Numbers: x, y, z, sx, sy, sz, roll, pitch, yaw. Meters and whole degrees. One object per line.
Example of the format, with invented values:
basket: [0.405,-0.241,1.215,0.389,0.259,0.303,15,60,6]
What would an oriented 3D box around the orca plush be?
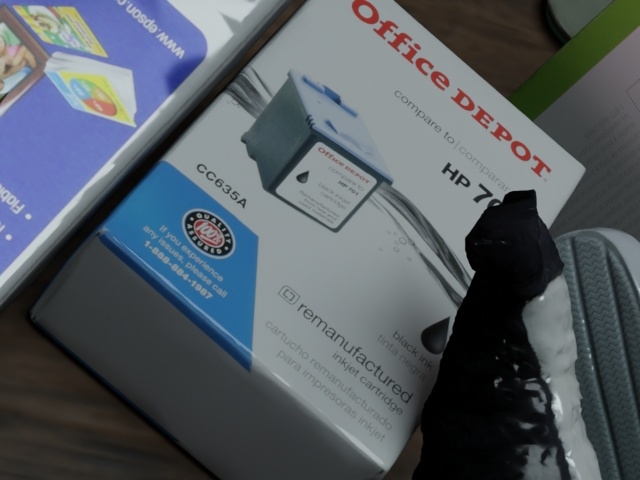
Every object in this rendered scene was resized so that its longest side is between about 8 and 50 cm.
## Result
orca plush: [0.057,0.133,0.688,0.102,0.151,0.287,-13,113,-17]

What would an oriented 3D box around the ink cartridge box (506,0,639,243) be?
ink cartridge box: [0.206,0.004,0.841,0.097,0.189,0.255,-24,77,-40]

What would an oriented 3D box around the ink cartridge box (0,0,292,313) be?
ink cartridge box: [-0.173,-0.037,0.696,0.176,0.069,0.371,41,61,-2]

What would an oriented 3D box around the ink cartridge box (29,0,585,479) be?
ink cartridge box: [0.000,0.000,0.791,0.139,0.082,0.191,40,51,-3]

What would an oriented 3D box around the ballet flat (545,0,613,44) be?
ballet flat: [0.211,-0.129,1.002,0.213,0.068,0.072,-1,63,-31]

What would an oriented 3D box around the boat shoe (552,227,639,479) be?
boat shoe: [0.130,0.107,0.796,0.076,0.083,0.226,-2,86,-48]
